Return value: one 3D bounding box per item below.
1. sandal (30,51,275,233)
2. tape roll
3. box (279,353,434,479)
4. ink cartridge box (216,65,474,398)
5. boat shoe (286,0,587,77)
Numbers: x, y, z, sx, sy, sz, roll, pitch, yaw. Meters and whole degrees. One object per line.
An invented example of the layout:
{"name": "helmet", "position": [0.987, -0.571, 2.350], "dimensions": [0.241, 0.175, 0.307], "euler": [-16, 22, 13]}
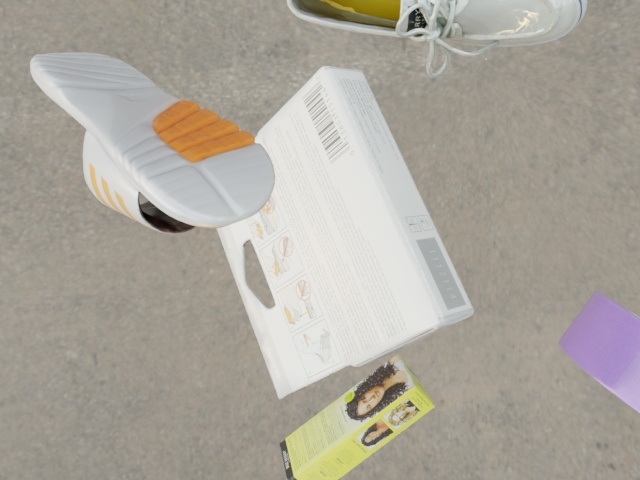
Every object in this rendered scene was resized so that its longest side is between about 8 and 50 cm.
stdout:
{"name": "sandal", "position": [-0.131, -0.066, 0.497], "dimensions": [0.265, 0.102, 0.076], "euler": [39, 130, 36]}
{"name": "tape roll", "position": [0.446, 0.177, 0.845], "dimensions": [0.275, 0.275, 0.090], "euler": [34, 100, 3]}
{"name": "box", "position": [0.049, 0.272, 0.980], "dimensions": [0.232, 0.087, 0.058], "euler": [-40, 116, 6]}
{"name": "ink cartridge box", "position": [0.000, 0.000, 0.760], "dimensions": [0.261, 0.066, 0.296], "euler": [-35, 71, 41]}
{"name": "boat shoe", "position": [0.128, -0.284, 0.814], "dimensions": [0.368, 0.156, 0.135], "euler": [16, 142, 12]}
